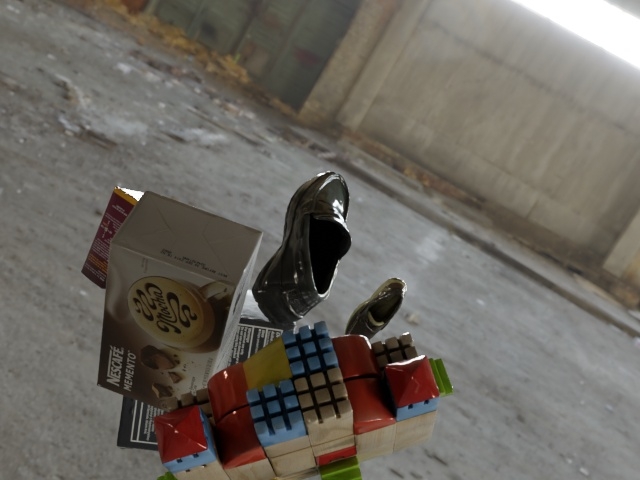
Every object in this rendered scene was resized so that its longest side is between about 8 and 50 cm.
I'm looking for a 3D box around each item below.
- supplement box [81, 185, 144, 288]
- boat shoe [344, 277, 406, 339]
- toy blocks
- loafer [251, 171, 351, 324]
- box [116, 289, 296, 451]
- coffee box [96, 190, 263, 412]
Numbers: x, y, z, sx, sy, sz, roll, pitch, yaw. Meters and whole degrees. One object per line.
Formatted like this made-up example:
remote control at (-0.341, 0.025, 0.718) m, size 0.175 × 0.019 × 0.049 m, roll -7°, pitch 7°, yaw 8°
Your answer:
supplement box at (-0.376, 0.000, 1.653) m, size 0.081 × 0.188 × 0.104 m, roll 31°, pitch 11°, yaw 34°
boat shoe at (0.090, 0.129, 1.443) m, size 0.056 × 0.152 × 0.049 m, roll 33°, pitch 21°, yaw -5°
toy blocks at (-0.021, 0.187, 0.937) m, size 0.261 × 0.382 × 0.190 m, roll 84°, pitch -10°, yaw -63°
loafer at (0.000, 0.000, 0.877) m, size 0.076 × 0.078 × 0.223 m, roll 56°, pitch 33°, yaw -25°
box at (-0.215, 0.247, 1.622) m, size 0.294 × 0.296 × 0.182 m, roll 10°, pitch 14°, yaw -5°
coffee box at (-0.199, 0.099, 1.158) m, size 0.168 × 0.297 × 0.118 m, roll 20°, pitch 42°, yaw 1°
